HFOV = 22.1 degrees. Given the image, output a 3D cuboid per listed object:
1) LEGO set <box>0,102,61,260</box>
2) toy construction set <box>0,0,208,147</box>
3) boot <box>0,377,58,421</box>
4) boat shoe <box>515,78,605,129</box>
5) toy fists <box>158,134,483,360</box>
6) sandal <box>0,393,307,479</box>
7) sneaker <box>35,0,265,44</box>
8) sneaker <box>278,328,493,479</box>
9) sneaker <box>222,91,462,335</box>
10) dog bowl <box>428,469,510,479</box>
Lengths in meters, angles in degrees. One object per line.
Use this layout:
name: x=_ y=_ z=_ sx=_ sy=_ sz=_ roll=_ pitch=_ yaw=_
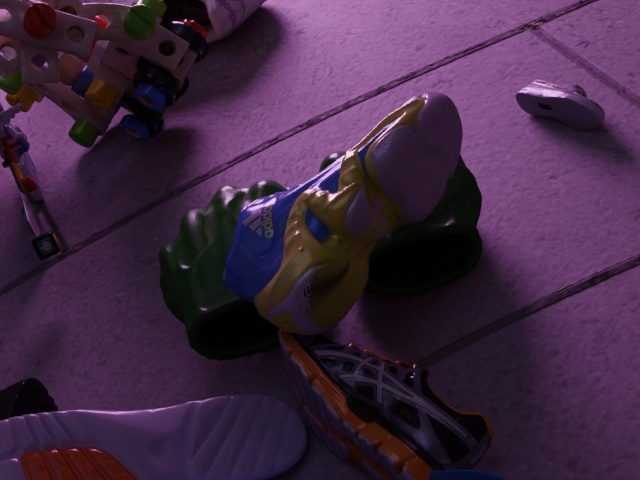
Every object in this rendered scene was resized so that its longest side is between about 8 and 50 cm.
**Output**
LEGO set: x=-0.288 y=-0.088 z=1.581 sx=0.060 sy=0.182 sz=0.244 roll=-25 pitch=37 yaw=-2
toy construction set: x=-0.236 y=-0.189 z=1.621 sx=0.151 sy=0.215 sz=0.327 roll=-59 pitch=6 yaw=-5
boot: x=-0.315 y=0.216 z=1.312 sx=0.161 sy=0.083 sz=0.246 roll=-16 pitch=30 yaw=24
boat shoe: x=0.219 y=-0.125 z=1.452 sx=0.035 sy=0.035 sz=0.100 roll=-43 pitch=32 yaw=-20
toy fists: x=0.000 y=0.000 z=1.372 sx=0.279 sy=0.096 sz=0.142 roll=-20 pitch=48 yaw=5
sandal: x=-0.141 y=0.184 z=1.248 sx=0.265 sy=0.076 sz=0.102 roll=-6 pitch=50 yaw=-8
sneaker: x=-0.206 y=-0.268 z=1.818 sx=0.305 sy=0.114 sz=0.152 roll=-1 pitch=40 yaw=30
sneaker: x=0.043 y=0.120 z=1.208 sx=0.083 sy=0.084 sz=0.215 roll=-33 pitch=45 yaw=-17
sneaker: x=0.008 y=-0.035 z=1.275 sx=0.126 sy=0.091 sz=0.240 roll=14 pitch=52 yaw=38
dog bowl: x=0.018 y=0.240 z=1.069 sx=0.297 sy=0.074 sz=0.166 roll=-8 pitch=38 yaw=23
